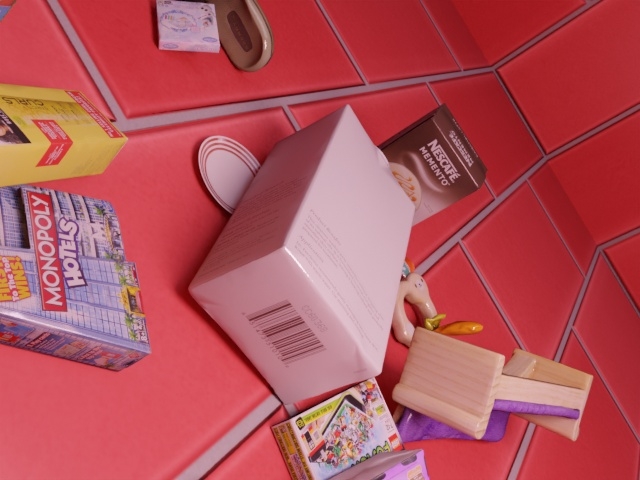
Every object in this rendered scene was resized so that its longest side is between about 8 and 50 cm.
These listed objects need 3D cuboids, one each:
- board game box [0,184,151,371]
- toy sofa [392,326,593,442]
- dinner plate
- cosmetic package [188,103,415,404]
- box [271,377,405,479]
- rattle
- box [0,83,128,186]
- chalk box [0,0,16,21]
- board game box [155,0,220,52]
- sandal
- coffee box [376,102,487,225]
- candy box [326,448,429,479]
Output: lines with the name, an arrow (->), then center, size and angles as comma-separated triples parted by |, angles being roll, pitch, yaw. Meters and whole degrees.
board game box -> -0.271, 0.025, 0.632 | 0.194, 0.060, 0.194 | 12, 55, -51
toy sofa -> 0.274, 0.256, 1.045 | 0.362, 0.150, 0.177 | 19, 87, -47
dinner plate -> -0.125, -0.088, 0.972 | 0.141, 0.017, 0.141 | 35, 38, -33
cosmetic package -> 0.000, 0.000, 0.927 | 0.217, 0.156, 0.385 | 55, 29, -21
box -> 0.030, 0.261, 0.878 | 0.207, 0.036, 0.114 | -9, 71, -57
rattle -> 0.187, 0.083, 1.158 | 0.130, 0.143, 0.200 | 21, 52, -20
box -> -0.287, -0.104, 0.651 | 0.087, 0.058, 0.232 | 45, 15, 4
chalk box -> -0.393, -0.260, 0.586 | 0.180, 0.179, 0.289 | -1, 64, -54
board game box -> -0.203, -0.327, 1.018 | 0.090, 0.020, 0.090 | -1, 59, -18
sandal -> -0.181, -0.409, 1.075 | 0.303, 0.120, 0.086 | 57, 43, -5
coffee box -> 0.135, -0.100, 1.127 | 0.141, 0.246, 0.098 | 54, 32, -7
candy box -> 0.077, 0.366, 0.786 | 0.165, 0.070, 0.196 | 1, 76, -55
